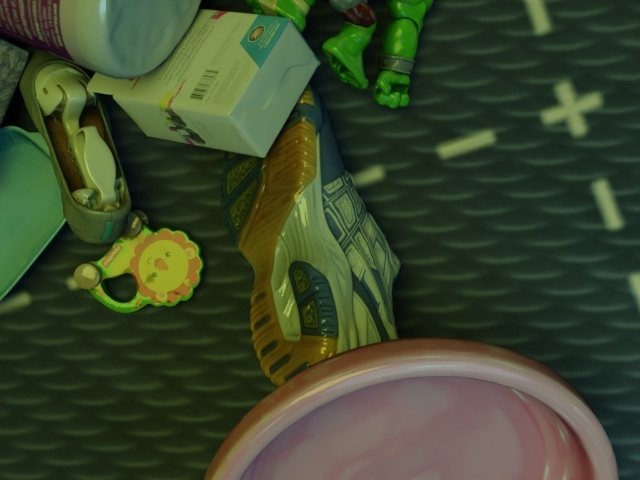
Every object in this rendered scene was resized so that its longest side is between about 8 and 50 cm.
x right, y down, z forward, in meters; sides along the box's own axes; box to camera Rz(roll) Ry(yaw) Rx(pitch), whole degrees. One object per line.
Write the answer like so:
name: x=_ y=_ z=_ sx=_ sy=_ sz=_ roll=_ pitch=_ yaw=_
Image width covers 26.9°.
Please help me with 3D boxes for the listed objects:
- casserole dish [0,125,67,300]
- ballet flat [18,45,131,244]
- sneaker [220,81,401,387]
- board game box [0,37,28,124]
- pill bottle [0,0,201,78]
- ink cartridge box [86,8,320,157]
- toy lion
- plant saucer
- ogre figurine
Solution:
casserole dish: x=-0.298 y=-0.018 z=1.244 sx=0.114 sy=0.037 sz=0.188 roll=42 pitch=97 yaw=11
ballet flat: x=-0.213 y=-0.100 z=1.190 sx=0.072 sy=0.068 sz=0.213 roll=-12 pitch=69 yaw=-25
sneaker: x=0.000 y=0.000 z=1.148 sx=0.112 sy=0.131 sz=0.297 roll=-27 pitch=60 yaw=39
board game box: x=-0.449 y=-0.171 z=1.154 sx=0.291 sy=0.232 sz=0.141 roll=23 pitch=91 yaw=20
pill bottle: x=-0.257 y=-0.259 z=1.116 sx=0.301 sy=0.169 sz=0.169 roll=24 pitch=94 yaw=19
ink cartridge box: x=-0.103 y=-0.140 z=1.152 sx=0.181 sy=0.061 sz=0.104 roll=14 pitch=65 yaw=39
toy lion: x=-0.158 y=0.026 z=1.215 sx=0.096 sy=0.034 sz=0.100 roll=41 pitch=98 yaw=4
plant saucer: x=0.065 y=0.202 z=1.058 sx=0.332 sy=0.084 sz=0.332 roll=-5 pitch=123 yaw=-7
ogre figurine: x=0.023 y=-0.212 z=1.137 sx=0.197 sy=0.097 sz=0.118 roll=36 pitch=81 yaw=2
